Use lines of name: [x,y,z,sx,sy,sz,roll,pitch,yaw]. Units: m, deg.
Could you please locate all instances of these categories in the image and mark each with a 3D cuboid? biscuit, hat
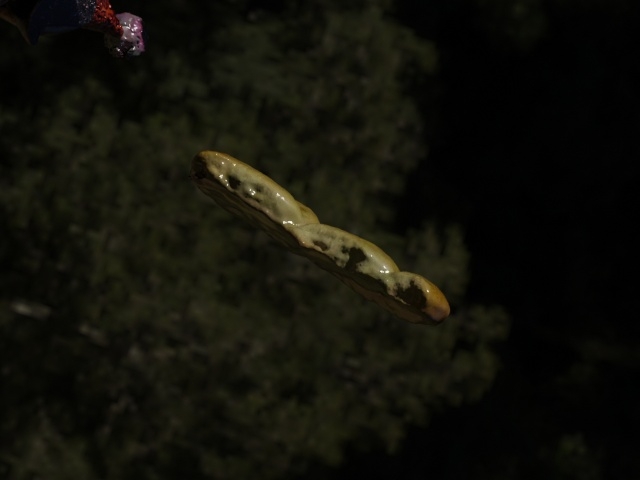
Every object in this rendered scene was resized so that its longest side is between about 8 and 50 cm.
biscuit: [0.002,0.002,1.818,0.045,0.299,0.154,-56,158,-6]
hat: [-0.215,-0.196,1.521,0.227,0.129,0.140,34,40,-43]
